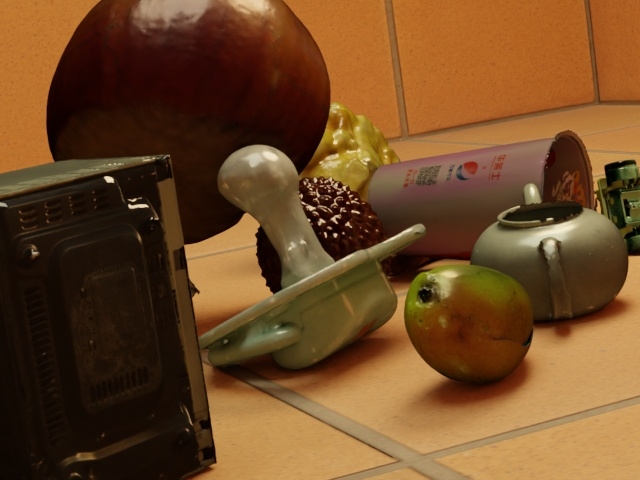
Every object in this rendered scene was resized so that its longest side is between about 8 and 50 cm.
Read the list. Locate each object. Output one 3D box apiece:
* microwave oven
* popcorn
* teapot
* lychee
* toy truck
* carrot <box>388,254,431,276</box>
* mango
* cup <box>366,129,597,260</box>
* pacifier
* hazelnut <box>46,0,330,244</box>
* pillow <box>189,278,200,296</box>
[{"bbox_3d":[-0.231,0.086,1.290,0.181,0.295,0.237,1,13,41],"label":"microwave oven"},{"bbox_3d":[0.025,-0.094,2.360,0.215,0.252,0.286,-9,18,8],"label":"popcorn"},{"bbox_3d":[0.277,0.020,1.768,0.193,0.129,0.294,-9,12,6],"label":"teapot"},{"bbox_3d":[0.000,0.000,2.014,0.188,0.188,0.188,-8,9,1],"label":"lychee"},{"bbox_3d":[0.524,-0.060,2.117,0.260,0.128,0.135,-9,-5,-6],"label":"toy truck"},{"bbox_3d":[0.138,0.020,2.180,0.047,0.047,0.191,-3,11,31],"label":"carrot"},{"bbox_3d":[0.164,0.089,1.508,0.111,0.125,0.233,-2,-12,27],"label":"mango"},{"bbox_3d":[0.223,-0.050,2.050,0.289,0.203,0.203,-2,11,30],"label":"cup"},{"bbox_3d":[-0.042,0.016,1.717,0.288,0.269,0.343,-31,-7,30],"label":"pacifier"},{"bbox_3d":[-0.167,-0.181,1.894,0.359,0.359,0.409,-13,-13,-28],"label":"hazelnut"},{"bbox_3d":[-0.344,0.074,1.967,0.283,0.138,0.310,-17,18,-28],"label":"pillow"}]
